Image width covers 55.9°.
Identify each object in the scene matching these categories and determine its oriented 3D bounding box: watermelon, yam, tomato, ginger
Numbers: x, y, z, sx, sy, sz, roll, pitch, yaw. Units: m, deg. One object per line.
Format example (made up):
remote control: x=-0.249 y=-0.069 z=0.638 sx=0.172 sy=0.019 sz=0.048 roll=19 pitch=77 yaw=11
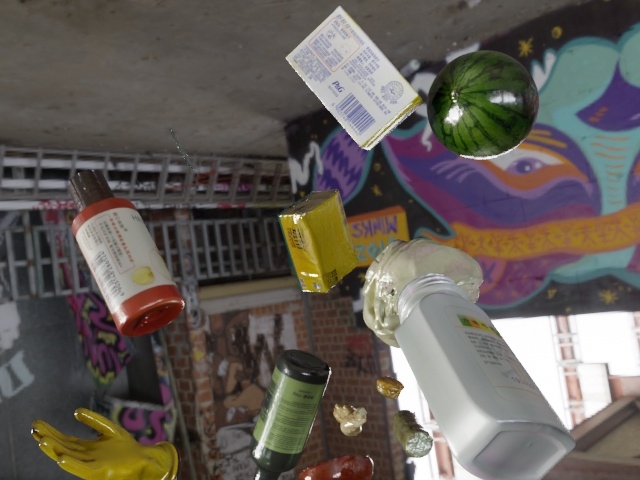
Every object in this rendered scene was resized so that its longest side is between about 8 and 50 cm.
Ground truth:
watermelon: x=0.354 y=-0.296 z=1.330 sx=0.243 sy=0.242 sz=0.242 roll=-8 pitch=177 yaw=0
yam: x=0.229 y=0.490 z=1.535 sx=0.083 sy=0.083 sz=0.371 roll=-8 pitch=172 yaw=2
tomato: x=0.053 y=0.691 z=1.726 sx=0.225 sy=0.085 sz=0.225 roll=-12 pitch=143 yaw=-9
ginger: x=0.074 y=0.461 z=1.572 sx=0.075 sy=0.089 sz=0.288 roll=-34 pitch=170 yaw=-10

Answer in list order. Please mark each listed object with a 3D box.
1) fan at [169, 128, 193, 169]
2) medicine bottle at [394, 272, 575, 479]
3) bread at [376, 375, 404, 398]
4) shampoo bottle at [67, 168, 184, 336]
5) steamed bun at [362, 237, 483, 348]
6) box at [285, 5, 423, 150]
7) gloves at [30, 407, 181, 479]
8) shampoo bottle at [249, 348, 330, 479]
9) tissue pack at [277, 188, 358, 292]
fan: x=-0.345 y=-0.225 z=1.518 sx=0.005 sy=0.113 sz=0.175 roll=-29 pitch=-178 yaw=-4
medicine bottle: x=0.212 y=0.181 z=0.875 sx=0.179 sy=0.124 sz=0.324 roll=21 pitch=-154 yaw=-26
bread: x=0.198 y=0.419 z=1.726 sx=0.083 sy=0.046 sz=0.081 roll=11 pitch=-171 yaw=-33
shampoo bottle: x=-0.318 y=0.008 z=0.944 sx=0.104 sy=0.278 sz=0.104 roll=-29 pitch=160 yaw=-12
steamed bun: x=0.226 y=0.111 z=1.471 sx=0.320 sy=0.206 sz=0.275 roll=-40 pitch=153 yaw=19
box: x=0.076 y=-0.345 z=1.303 sx=0.168 sy=0.265 sz=0.097 roll=-42 pitch=172 yaw=12
gloves: x=-0.416 y=0.406 z=1.149 sx=0.133 sy=0.116 sz=0.294 roll=9 pitch=158 yaw=46
shampoo bottle: x=-0.070 y=0.348 z=1.117 sx=0.101 sy=0.283 sz=0.101 roll=18 pitch=-171 yaw=-3
tissue pack: x=0.000 y=0.000 z=1.148 sx=0.082 sy=0.169 sz=0.120 roll=5 pitch=-150 yaw=40
